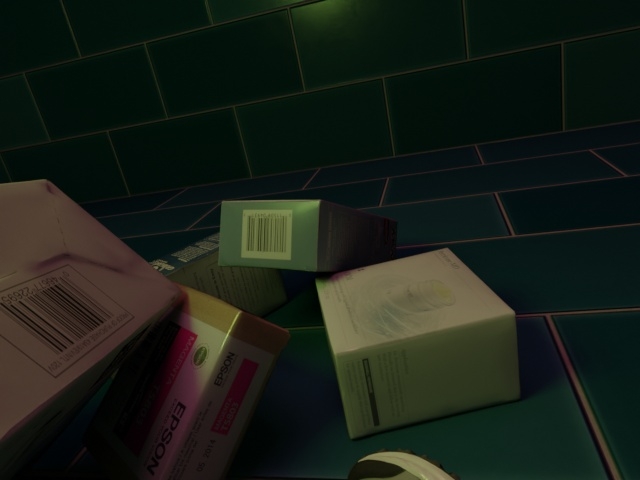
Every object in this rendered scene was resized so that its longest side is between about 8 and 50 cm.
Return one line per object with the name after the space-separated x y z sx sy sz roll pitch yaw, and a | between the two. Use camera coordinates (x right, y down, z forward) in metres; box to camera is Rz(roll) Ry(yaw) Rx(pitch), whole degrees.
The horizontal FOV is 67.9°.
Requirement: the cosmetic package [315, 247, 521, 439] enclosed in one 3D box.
0.122 0.129 0.675 0.225 0.138 0.224 -12 20 -3 | cosmetic package

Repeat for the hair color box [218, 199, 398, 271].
0.000 0.000 0.895 0.185 0.113 0.374 2 -1 27 | hair color box

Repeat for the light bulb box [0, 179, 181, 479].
-0.381 0.154 0.452 0.361 0.225 0.358 -48 4 11 | light bulb box

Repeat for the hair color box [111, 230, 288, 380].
-0.235 0.106 0.877 0.347 0.173 0.105 -28 26 -38 | hair color box

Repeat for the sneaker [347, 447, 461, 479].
0.104 0.267 0.378 0.108 0.100 0.272 -29 26 -26 | sneaker

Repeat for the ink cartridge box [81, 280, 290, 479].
-0.169 0.183 0.586 0.193 0.088 0.234 9 69 47 | ink cartridge box
